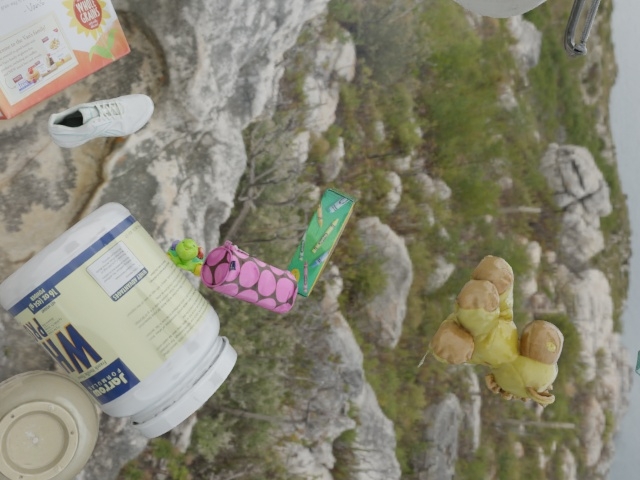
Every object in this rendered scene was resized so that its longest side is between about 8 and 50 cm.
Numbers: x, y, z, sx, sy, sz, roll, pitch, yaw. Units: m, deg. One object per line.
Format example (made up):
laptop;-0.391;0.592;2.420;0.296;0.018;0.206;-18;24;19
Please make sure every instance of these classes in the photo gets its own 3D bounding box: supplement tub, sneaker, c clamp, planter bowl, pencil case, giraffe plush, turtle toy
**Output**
supplement tub;-0.312;0.128;0.998;0.325;0.235;0.235;52;47;-12
sneaker;-0.310;-0.173;0.886;0.152;0.061;0.054;-23;86;-14
c clamp;0.400;-0.345;0.938;0.137;0.022;0.161;-87;-179;-46
planter bowl;-0.365;0.251;0.799;0.162;0.109;0.162;4;81;-23
pencil case;-0.135;0.078;1.257;0.209;0.095;0.098;29;76;-47
giraffe plush;0.250;0.145;0.852;0.181;0.170;0.210;-42;158;-48
turtle toy;-0.273;0.031;1.269;0.095;0.130;0.066;19;84;-9

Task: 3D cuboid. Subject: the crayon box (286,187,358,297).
crayon box;0.000;0.000;1.648;0.278;0.081;0.165;-64;177;8

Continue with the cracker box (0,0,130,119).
cracker box;-0.271;-0.236;0.511;0.156;0.067;0.232;-51;137;-44

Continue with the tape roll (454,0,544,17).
tape roll;0.228;-0.433;0.775;0.100;0.286;0.286;-35;117;-18

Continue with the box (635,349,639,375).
box;0.484;0.095;0.702;0.100;0.244;0.060;42;31;14
